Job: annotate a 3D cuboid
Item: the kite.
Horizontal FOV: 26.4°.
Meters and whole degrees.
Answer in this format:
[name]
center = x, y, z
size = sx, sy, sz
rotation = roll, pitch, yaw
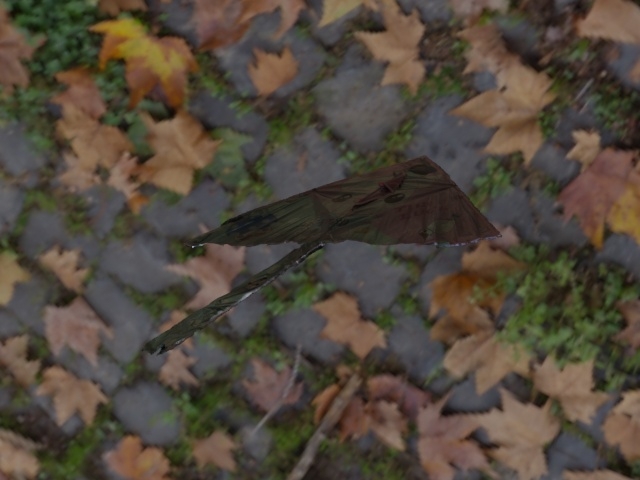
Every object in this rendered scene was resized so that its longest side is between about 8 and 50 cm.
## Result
[kite]
center = 0.000, 0.001, 0.466
size = 0.137, 0.152, 0.005
rotation = -2, 116, 37
